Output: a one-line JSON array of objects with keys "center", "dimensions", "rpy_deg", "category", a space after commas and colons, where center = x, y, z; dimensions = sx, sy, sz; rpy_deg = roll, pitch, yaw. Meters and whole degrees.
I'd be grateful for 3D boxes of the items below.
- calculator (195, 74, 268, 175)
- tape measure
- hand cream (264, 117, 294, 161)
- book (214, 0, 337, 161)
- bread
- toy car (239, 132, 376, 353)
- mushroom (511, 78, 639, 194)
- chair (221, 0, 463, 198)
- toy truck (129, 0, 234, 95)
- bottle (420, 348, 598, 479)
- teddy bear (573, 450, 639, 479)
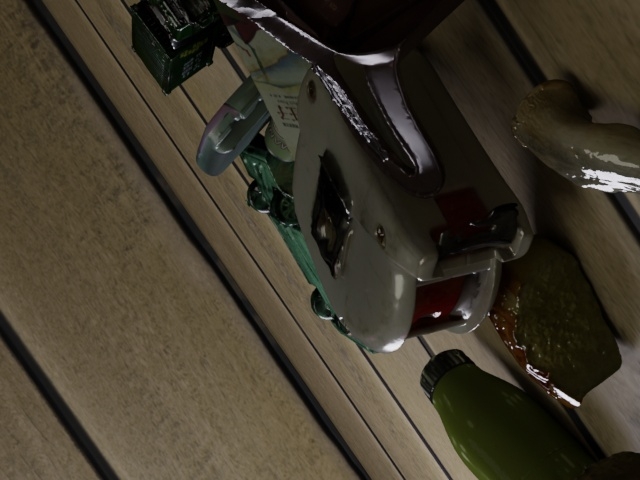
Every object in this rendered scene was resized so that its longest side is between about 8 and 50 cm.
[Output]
[{"center": [-0.094, -0.149, 1.769], "dimensions": [0.045, 0.141, 0.246], "rpy_deg": [42, 170, -1], "category": "calculator"}, {"center": [0.064, -0.027, 1.289], "dimensions": [0.265, 0.130, 0.258], "rpy_deg": [102, 148, -49], "category": "tape measure"}, {"center": [-0.019, -0.153, 1.641], "dimensions": [0.086, 0.055, 0.235], "rpy_deg": [49, 156, 6], "category": "hand cream"}, {"center": [-0.015, -0.185, 1.513], "dimensions": [0.201, 0.026, 0.289], "rpy_deg": [12, 138, 50], "category": "book"}, {"center": [0.200, 0.070, 1.317], "dimensions": [0.156, 0.086, 0.125], "rpy_deg": [60, 170, -14], "category": "bread"}, {"center": [0.000, 0.000, 1.917], "dimensions": [0.321, 0.097, 0.141], "rpy_deg": [60, 167, -19], "category": "toy car"}, {"center": [0.213, -0.056, 1.006], "dimensions": [0.202, 0.054, 0.059], "rpy_deg": [34, 163, 48], "category": "mushroom"}, {"center": [0.039, -0.185, 1.039], "dimensions": [0.176, 0.183, 0.326], "rpy_deg": [50, -174, 33], "category": "chair"}, {"center": [-0.158, -0.267, 1.737], "dimensions": [0.088, 0.121, 0.259], "rpy_deg": [54, 169, 2], "category": "toy truck"}, {"center": [0.212, 0.226, 1.657], "dimensions": [0.260, 0.112, 0.112], "rpy_deg": [46, 166, 40], "category": "bottle"}, {"center": [0.323, 0.310, 1.339], "dimensions": [0.256, 0.156, 0.267], "rpy_deg": [46, -164, 23], "category": "teddy bear"}]
